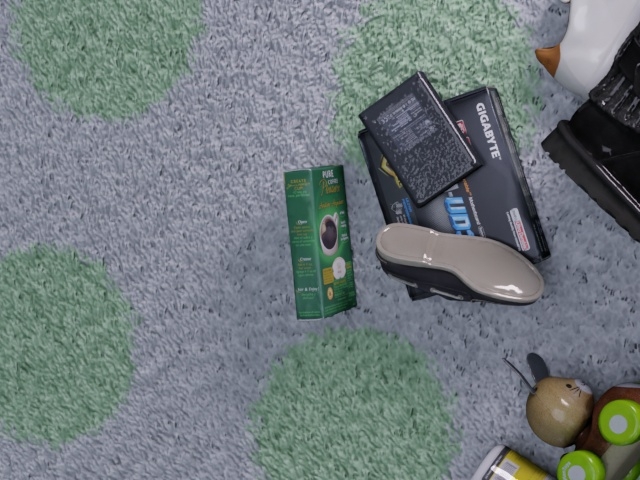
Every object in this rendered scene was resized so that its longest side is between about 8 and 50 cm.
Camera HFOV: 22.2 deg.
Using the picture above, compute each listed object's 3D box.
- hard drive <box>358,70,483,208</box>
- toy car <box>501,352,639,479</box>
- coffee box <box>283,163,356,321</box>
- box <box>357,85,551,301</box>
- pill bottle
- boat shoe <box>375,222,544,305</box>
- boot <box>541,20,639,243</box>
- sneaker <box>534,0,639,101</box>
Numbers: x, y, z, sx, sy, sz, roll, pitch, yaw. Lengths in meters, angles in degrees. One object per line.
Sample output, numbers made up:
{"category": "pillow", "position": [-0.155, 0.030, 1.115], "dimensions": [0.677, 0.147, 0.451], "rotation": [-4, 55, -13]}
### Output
{"category": "hard drive", "position": [0.118, -0.119, 1.938], "dimensions": [0.094, 0.022, 0.135], "rotation": [-35, 81, 19]}
{"category": "toy car", "position": [0.299, 0.191, 1.900], "dimensions": [0.188, 0.155, 0.149], "rotation": [44, 108, 24]}
{"category": "coffee box", "position": [0.000, 0.000, 2.002], "dimensions": [0.040, 0.113, 0.184], "rotation": [-4, 95, 23]}
{"category": "box", "position": [0.160, -0.055, 1.969], "dimensions": [0.175, 0.051, 0.220], "rotation": [-18, 89, 21]}
{"category": "pill bottle", "position": [0.262, 0.331, 1.942], "dimensions": [0.184, 0.103, 0.103], "rotation": [33, 105, 14]}
{"category": "boat shoe", "position": [0.164, 0.037, 1.929], "dimensions": [0.206, 0.075, 0.065], "rotation": [17, 145, 12]}
{"category": "boot", "position": [0.433, -0.096, 1.752], "dimensions": [0.348, 0.131, 0.260], "rotation": [44, 108, 12]}
{"category": "sneaker", "position": [0.342, -0.302, 1.851], "dimensions": [0.123, 0.106, 0.290], "rotation": [34, 107, 11]}
